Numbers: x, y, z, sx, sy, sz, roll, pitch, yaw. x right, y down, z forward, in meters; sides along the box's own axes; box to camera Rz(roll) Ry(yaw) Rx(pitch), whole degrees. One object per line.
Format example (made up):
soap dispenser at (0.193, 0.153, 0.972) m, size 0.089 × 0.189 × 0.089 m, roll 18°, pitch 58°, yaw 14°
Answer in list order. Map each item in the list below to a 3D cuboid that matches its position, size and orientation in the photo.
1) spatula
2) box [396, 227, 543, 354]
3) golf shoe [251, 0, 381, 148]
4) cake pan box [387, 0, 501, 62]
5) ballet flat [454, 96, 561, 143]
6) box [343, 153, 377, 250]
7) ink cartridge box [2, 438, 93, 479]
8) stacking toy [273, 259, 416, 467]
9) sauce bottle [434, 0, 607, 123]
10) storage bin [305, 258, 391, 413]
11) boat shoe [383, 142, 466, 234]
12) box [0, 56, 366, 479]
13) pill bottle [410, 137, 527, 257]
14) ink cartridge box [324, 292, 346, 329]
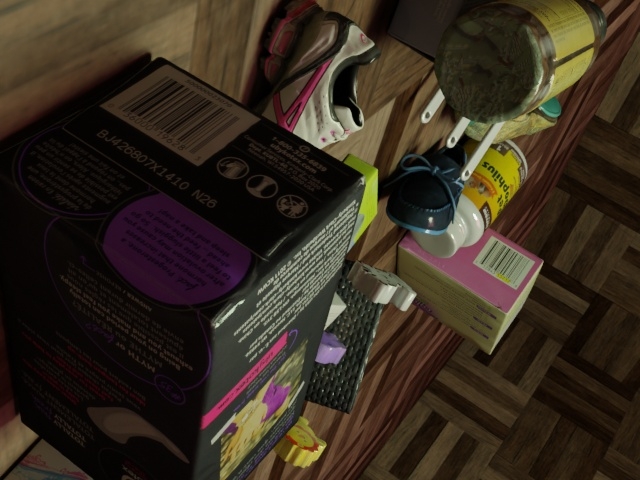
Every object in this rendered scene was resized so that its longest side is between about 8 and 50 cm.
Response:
spatula at (0.214, -0.210, 1.102) m, size 0.242 × 0.019 × 0.168 m, roll -55°, pitch 134°, yaw -10°
box at (0.253, 0.066, 1.527) m, size 0.117 × 0.214 × 0.243 m, roll -52°, pitch 163°, yaw -17°
golf shoe at (-0.012, -0.094, 0.691) m, size 0.067 × 0.086 × 0.186 m, roll -43°, pitch 160°, yaw -44°
cake pan box at (0.185, -0.320, 0.875) m, size 0.267 × 0.070 × 0.245 m, roll -36°, pitch 152°, yaw -52°
ballet flat at (0.280, -0.201, 1.326) m, size 0.123 × 0.123 × 0.348 m, roll -63°, pitch 164°, yaw 18°
box at (0.000, 0.000, 0.979) m, size 0.178 × 0.042 × 0.109 m, roll -53°, pitch 163°, yaw -18°
ink cartridge box at (-0.195, 0.223, 0.739) m, size 0.212 × 0.093 × 0.154 m, roll -51°, pitch 162°, yaw -27°
stacking toy at (-0.030, 0.062, 0.757) m, size 0.052 × 0.221 × 0.167 m, roll 20°, pitch 105°, yaw -41°
sauce bottle at (0.228, -0.202, 0.906) m, size 0.344 × 0.111 × 0.111 m, roll -30°, pitch 148°, yaw -56°
storage bin at (0.025, 0.117, 1.095) m, size 0.122 × 0.084 × 0.180 m, roll 55°, pitch 51°, yaw -82°
boat shoe at (0.147, -0.083, 1.192) m, size 0.258 × 0.109 × 0.089 m, roll -61°, pitch 170°, yaw -67°
box at (-0.097, 0.049, 0.565) m, size 0.143 × 0.165 × 0.270 m, roll -43°, pitch 159°, yaw -39°
pill bottle at (0.234, -0.071, 1.388) m, size 0.215 × 0.117 × 0.117 m, roll -48°, pitch 161°, yaw -31°
ink cartridge box at (-0.054, 0.092, 0.886) m, size 0.135 × 0.056 × 0.099 m, roll -48°, pitch 154°, yaw 18°
